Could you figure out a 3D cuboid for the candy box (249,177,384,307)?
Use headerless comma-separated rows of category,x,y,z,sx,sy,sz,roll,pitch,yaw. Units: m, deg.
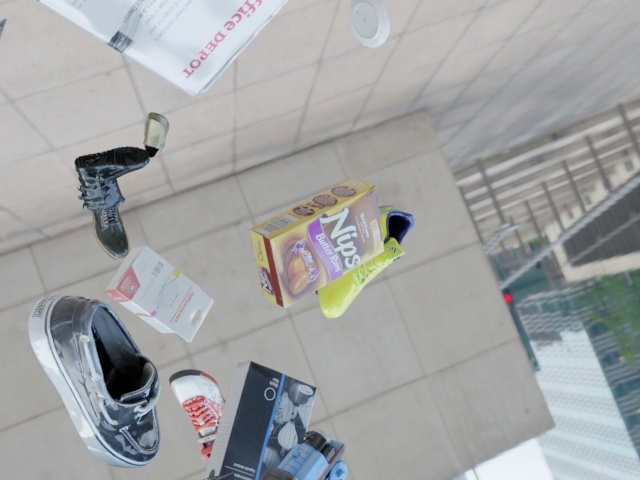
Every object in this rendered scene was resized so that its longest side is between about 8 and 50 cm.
candy box,0.000,0.000,1.092,0.186,0.109,0.053,-29,-146,-31

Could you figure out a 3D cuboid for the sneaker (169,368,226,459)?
sneaker,-0.263,0.415,1.854,0.090,0.145,0.270,-20,139,6

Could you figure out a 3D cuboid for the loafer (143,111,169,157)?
loafer,-0.393,-0.247,1.904,0.056,0.050,0.148,13,148,-1

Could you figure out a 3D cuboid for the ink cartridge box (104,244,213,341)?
ink cartridge box,-0.331,0.115,1.656,0.067,0.198,0.115,-10,-135,52

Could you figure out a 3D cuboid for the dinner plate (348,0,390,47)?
dinner plate,0.117,-0.553,2.003,0.017,0.141,0.141,-27,179,-36

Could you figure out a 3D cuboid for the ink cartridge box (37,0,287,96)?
ink cartridge box,-0.275,-0.459,1.284,0.285,0.166,0.395,-41,133,23

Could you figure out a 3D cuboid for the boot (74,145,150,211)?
boot,-0.325,-0.094,1.254,0.121,0.045,0.099,-10,140,-12

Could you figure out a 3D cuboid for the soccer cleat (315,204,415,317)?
soccer cleat,0.086,0.031,1.469,0.121,0.093,0.289,5,-139,29

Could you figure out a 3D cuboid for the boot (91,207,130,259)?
boot,-0.508,-0.057,1.922,0.076,0.198,0.137,-25,178,-26

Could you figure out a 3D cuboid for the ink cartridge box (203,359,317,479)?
ink cartridge box,-0.122,0.408,1.497,0.165,0.333,0.065,27,155,-28

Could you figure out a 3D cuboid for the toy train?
toy train,-0.029,0.386,1.287,0.080,0.105,0.184,9,-135,44

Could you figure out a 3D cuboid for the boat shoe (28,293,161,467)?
boat shoe,-0.254,0.186,1.014,0.102,0.301,0.108,-2,-143,21

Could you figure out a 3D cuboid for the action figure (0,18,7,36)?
action figure,-0.676,-0.409,1.401,0.232,0.137,0.063,19,112,-25

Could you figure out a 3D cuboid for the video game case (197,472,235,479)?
video game case,-0.274,0.388,1.114,0.196,0.026,0.274,-22,171,30
